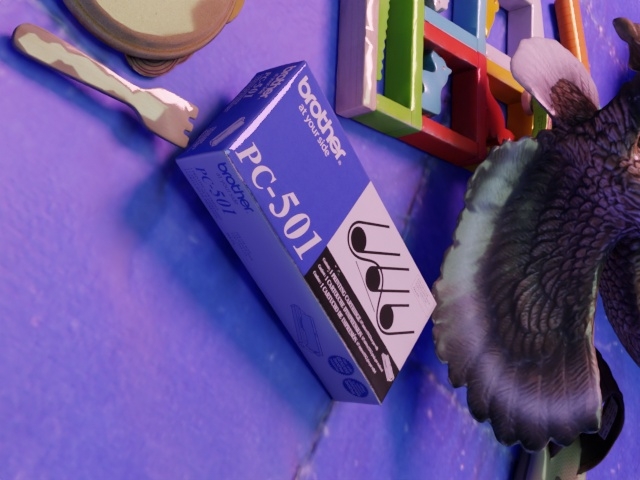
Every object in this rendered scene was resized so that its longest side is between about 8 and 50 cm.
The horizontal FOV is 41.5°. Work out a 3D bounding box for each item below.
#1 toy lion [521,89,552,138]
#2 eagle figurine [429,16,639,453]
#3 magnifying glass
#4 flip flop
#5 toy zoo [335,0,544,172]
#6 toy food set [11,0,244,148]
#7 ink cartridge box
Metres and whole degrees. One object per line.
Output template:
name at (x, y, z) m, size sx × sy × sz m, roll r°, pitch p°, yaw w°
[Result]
toy lion at (0.209, -0.075, 0.758) m, size 0.096 × 0.034 × 0.100 m, roll 36°, pitch 58°, yaw -45°
eagle figurine at (0.217, -0.006, 0.637) m, size 0.225 × 0.226 × 0.298 m, roll -55°, pitch 164°, yaw -69°
magnifying glass at (0.277, -0.139, 0.886) m, size 0.092 × 0.026 × 0.231 m, roll -11°, pitch 90°, yaw -46°
flip flop at (0.221, 0.160, 0.734) m, size 0.112 × 0.080 × 0.277 m, roll 27°, pitch 65°, yaw -40°
toy zoo at (0.126, -0.158, 0.727) m, size 0.293 × 0.030 × 0.192 m, roll 16°, pitch 72°, yaw -44°
toy food set at (-0.101, -0.164, 0.495) m, size 0.132 × 0.038 × 0.192 m, roll 28°, pitch 74°, yaw -34°
ink cartridge box at (0.000, 0.000, 0.545) m, size 0.207 × 0.046 × 0.097 m, roll 59°, pitch 47°, yaw -28°
